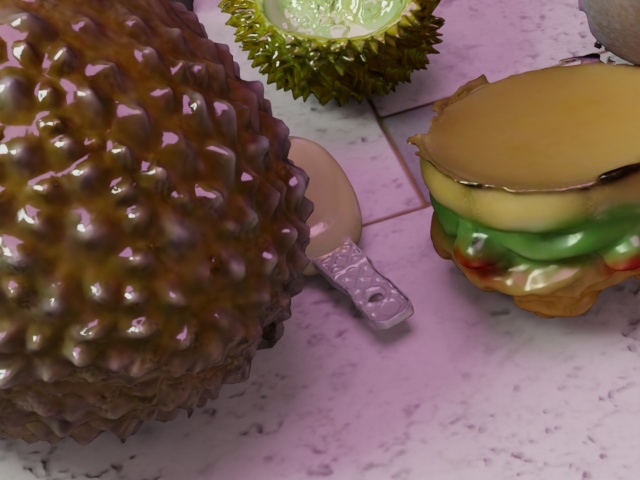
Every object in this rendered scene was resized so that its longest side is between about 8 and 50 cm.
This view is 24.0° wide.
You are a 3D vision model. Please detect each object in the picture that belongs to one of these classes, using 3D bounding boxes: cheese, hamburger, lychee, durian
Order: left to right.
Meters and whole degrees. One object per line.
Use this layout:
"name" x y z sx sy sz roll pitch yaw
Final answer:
"lychee" -0.214 -0.036 1.127 0.432 0.380 0.380 26 51 21
"cheese" 0.000 0.000 1.272 0.127 0.054 0.251 -30 42 -15
"durian" 0.010 -0.231 1.440 0.200 0.176 0.237 -42 61 7
"hamburger" 0.188 -0.031 1.182 0.237 0.149 0.237 -9 30 5

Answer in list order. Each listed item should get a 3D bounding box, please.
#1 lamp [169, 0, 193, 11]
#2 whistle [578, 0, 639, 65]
"lamp" -0.153 -0.278 1.594 0.214 0.121 0.121 -9 36 30
"whistle" 0.350 -0.273 1.425 0.189 0.189 0.348 4 29 20
